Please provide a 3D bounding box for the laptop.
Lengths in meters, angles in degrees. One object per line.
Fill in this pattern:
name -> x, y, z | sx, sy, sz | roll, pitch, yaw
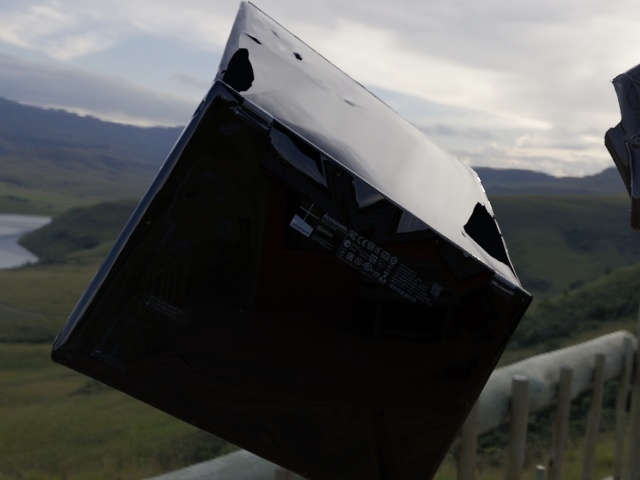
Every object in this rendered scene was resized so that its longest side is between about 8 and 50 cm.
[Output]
laptop -> 0.000, 0.000, 0.702 | 0.381, 0.408, 0.236 | 32, -6, -20

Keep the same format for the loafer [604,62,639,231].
loafer -> 0.634, -0.179, 1.301 | 0.130, 0.366, 0.133 | -5, -17, 45
